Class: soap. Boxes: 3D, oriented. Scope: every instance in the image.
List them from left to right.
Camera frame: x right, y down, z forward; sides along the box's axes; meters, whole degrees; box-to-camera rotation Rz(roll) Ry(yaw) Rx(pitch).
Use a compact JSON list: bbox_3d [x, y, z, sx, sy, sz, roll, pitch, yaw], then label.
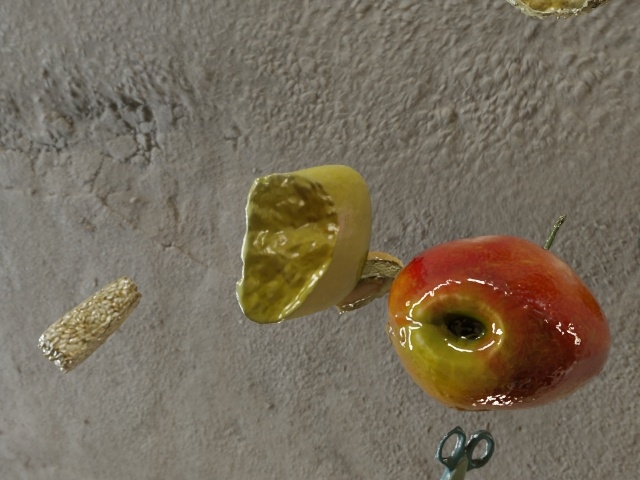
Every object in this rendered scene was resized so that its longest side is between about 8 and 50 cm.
[{"bbox_3d":[0.002,0.000,1.076,0.115,0.427,0.305,4,101,31],"label":"soap"}]

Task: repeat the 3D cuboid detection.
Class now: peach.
[{"bbox_3d":[0.295,0.136,0.898,0.373,0.373,0.289,-10,86,25],"label":"peach"}]

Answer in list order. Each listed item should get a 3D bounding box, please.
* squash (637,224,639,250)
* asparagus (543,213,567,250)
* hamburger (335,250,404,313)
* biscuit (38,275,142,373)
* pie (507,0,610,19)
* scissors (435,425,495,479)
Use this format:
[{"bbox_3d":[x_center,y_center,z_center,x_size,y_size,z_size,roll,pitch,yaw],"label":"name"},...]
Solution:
[{"bbox_3d":[0.709,-0.006,0.992,0.172,0.218,0.218,-32,102,-12],"label":"squash"},{"bbox_3d":[0.466,-0.004,1.060,0.014,0.015,0.114,31,100,46],"label":"asparagus"},{"bbox_3d":[0.109,0.075,1.346,0.208,0.155,0.135,-25,112,16],"label":"hamburger"},{"bbox_3d":[-0.353,0.126,0.820,0.070,0.168,0.082,47,141,-5],"label":"biscuit"},{"bbox_3d":[0.447,-0.540,0.971,0.274,0.055,0.274,-1,86,15],"label":"pie"},{"bbox_3d":[0.288,0.542,1.164,0.138,0.041,0.289,14,102,-19],"label":"scissors"}]
